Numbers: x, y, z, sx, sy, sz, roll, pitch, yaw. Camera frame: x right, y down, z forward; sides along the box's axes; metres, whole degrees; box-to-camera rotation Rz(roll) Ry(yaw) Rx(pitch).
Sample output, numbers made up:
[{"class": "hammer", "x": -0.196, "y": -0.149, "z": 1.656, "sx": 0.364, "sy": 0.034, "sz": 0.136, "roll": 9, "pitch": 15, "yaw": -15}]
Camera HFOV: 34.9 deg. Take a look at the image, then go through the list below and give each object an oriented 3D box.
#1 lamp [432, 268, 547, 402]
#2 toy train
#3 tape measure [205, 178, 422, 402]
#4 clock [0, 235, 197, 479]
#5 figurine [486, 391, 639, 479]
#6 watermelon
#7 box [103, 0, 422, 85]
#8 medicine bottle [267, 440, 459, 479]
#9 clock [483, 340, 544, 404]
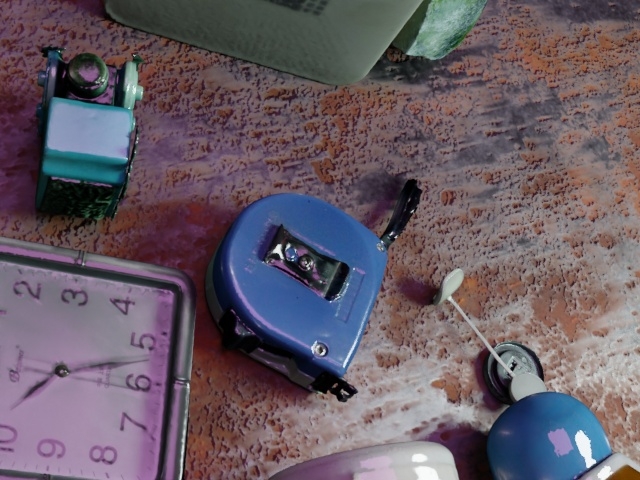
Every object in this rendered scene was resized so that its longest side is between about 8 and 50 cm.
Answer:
[{"class": "lamp", "x": 0.217, "y": 0.126, "z": 1.278, "sx": 0.050, "sy": 0.056, "sz": 0.198, "roll": -31, "pitch": 73, "yaw": -32}, {"class": "toy train", "x": -0.261, "y": -0.113, "z": 1.124, "sx": 0.112, "sy": 0.203, "sz": 0.163, "roll": 7, "pitch": 72, "yaw": -14}, {"class": "tape measure", "x": 0.000, "y": 0.000, "z": 1.242, "sx": 0.215, "sy": 0.098, "sz": 0.351, "roll": 29, "pitch": 55, "yaw": -9}, {"class": "clock", "x": -0.272, "y": 0.140, "z": 1.081, "sx": 0.279, "sy": 0.049, "sz": 0.273, "roll": 12, "pitch": 61, "yaw": -18}, {"class": "figurine", "x": 0.333, "y": 0.375, "z": 1.150, "sx": 0.298, "sy": 0.243, "sz": 0.416, "roll": -28, "pitch": 58, "yaw": -22}, {"class": "watermelon", "x": 0.100, "y": -0.368, "z": 1.413, "sx": 0.140, "sy": 0.193, "sz": 0.256, "roll": -28, "pitch": 63, "yaw": -31}, {"class": "box", "x": -0.056, "y": -0.348, "z": 1.225, "sx": 0.373, "sy": 0.367, "sz": 0.090, "roll": 15, "pitch": 62, "yaw": -17}, {"class": "medicine bottle", "x": 0.071, "y": 0.402, "z": 1.003, "sx": 0.211, "sy": 0.211, "sz": 0.371, "roll": -2, "pitch": 66, "yaw": -24}, {"class": "clock", "x": 0.248, "y": 0.171, "z": 1.307, "sx": 0.085, "sy": 0.017, "sz": 0.085, "roll": 9, "pitch": 62, "yaw": -18}]
